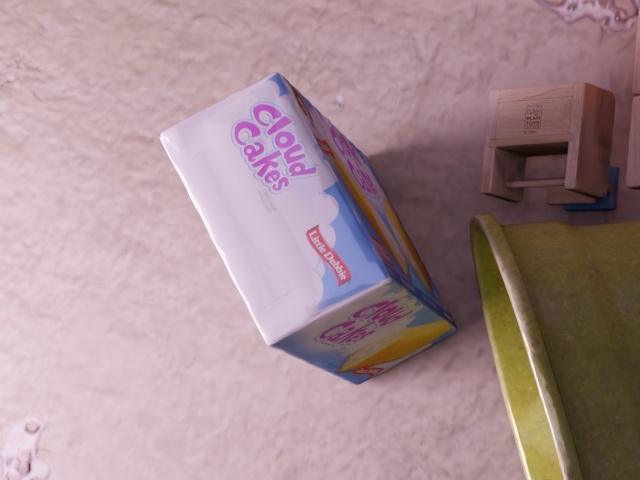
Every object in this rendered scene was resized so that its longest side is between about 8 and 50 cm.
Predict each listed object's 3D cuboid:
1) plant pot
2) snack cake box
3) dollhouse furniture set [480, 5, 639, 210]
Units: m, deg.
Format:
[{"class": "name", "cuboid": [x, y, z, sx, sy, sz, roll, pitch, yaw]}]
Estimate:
[{"class": "plant pot", "cuboid": [0.253, 0.086, 1.241, 0.254, 0.276, 0.276, -15, 78, 0]}, {"class": "snack cake box", "cuboid": [0.000, 0.000, 1.295, 0.089, 0.264, 0.152, -28, 76, 7]}, {"class": "dollhouse furniture set", "cuboid": [0.226, -0.086, 1.347, 0.184, 0.129, 0.129, -1, 79, 44]}]
